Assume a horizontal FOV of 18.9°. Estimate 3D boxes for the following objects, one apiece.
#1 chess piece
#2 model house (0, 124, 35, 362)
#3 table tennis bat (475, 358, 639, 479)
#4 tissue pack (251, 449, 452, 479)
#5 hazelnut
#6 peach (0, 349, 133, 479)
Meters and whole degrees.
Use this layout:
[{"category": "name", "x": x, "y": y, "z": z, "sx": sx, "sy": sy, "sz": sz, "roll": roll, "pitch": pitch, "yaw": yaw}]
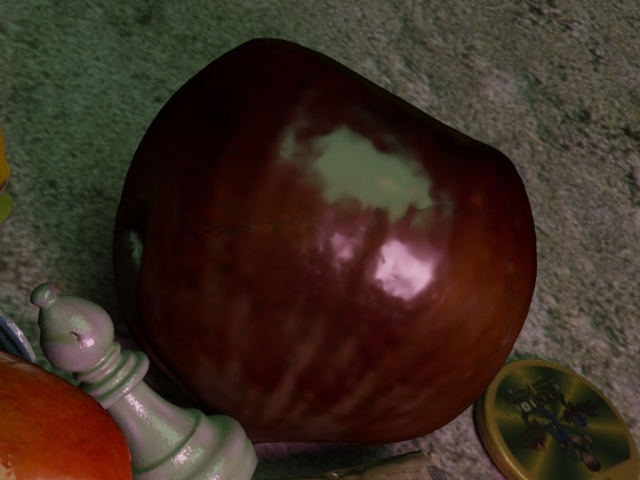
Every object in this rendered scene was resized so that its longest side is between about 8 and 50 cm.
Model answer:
[{"category": "chess piece", "x": -0.187, "y": 0.146, "z": 1.814, "sx": 0.271, "sy": 0.139, "sz": 0.139, "roll": 53, "pitch": 41, "yaw": -20}, {"category": "model house", "x": -0.346, "y": -0.052, "z": 1.810, "sx": 0.340, "sy": 0.323, "sz": 0.300, "roll": 36, "pitch": 46, "yaw": -1}, {"category": "table tennis bat", "x": 0.297, "y": 0.264, "z": 2.146, "sx": 0.198, "sy": 0.050, "sz": 0.321, "roll": -14, "pitch": 60, "yaw": -40}, {"category": "tissue pack", "x": 0.044, "y": 0.318, "z": 1.893, "sx": 0.257, "sy": 0.123, "sz": 0.215, "roll": -8, "pitch": 62, "yaw": -34}, {"category": "hazelnut", "x": 0.000, "y": 0.000, "z": 1.966, "sx": 0.429, "sy": 0.402, "sz": 0.402, "roll": 22, "pitch": 47, "yaw": -20}, {"category": "peach", "x": -0.334, "y": 0.199, "z": 1.582, "sx": 0.380, "sy": 0.306, "sz": 0.242, "roll": 10, "pitch": 93, "yaw": -7}]
